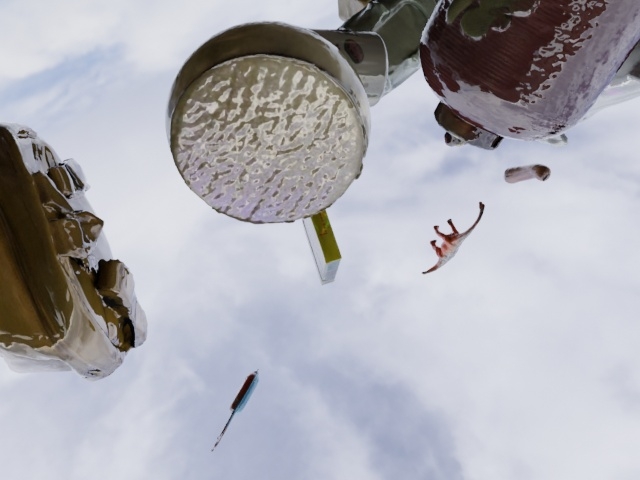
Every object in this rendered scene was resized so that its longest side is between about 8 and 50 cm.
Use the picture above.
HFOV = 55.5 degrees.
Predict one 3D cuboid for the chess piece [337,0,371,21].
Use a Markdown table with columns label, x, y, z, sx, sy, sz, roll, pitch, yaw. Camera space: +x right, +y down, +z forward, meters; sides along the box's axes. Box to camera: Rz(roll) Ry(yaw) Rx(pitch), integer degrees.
| label | x | y | z | sx | sy | sz | roll | pitch | yaw |
| --- | --- | --- | --- | --- | --- | --- | --- | --- | --- |
| chess piece | 0.081 | -0.647 | 1.409 | 0.137 | 0.301 | 0.137 | -2 | -136 | 2 |

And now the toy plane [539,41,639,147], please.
| label | x | y | z | sx | sy | sz | roll | pitch | yaw |
| --- | --- | --- | --- | --- | --- | --- | --- | --- | --- |
| toy plane | 0.318 | -0.193 | 0.739 | 0.252 | 0.118 | 0.252 | -25 | -155 | 12 |

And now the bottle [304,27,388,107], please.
| label | x | y | z | sx | sy | sz | roll | pitch | yaw |
| --- | --- | --- | --- | --- | --- | --- | --- | --- | --- |
| bottle | -0.034 | -0.258 | 0.913 | 0.253 | 0.120 | 0.120 | -4 | -145 | -19 |

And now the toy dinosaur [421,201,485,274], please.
| label | x | y | z | sx | sy | sz | roll | pitch | yaw |
| --- | --- | --- | --- | --- | --- | --- | --- | --- | --- |
| toy dinosaur | 0.315 | -0.006 | 1.466 | 0.055 | 0.279 | 0.101 | -4 | -132 | -20 |

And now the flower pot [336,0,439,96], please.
| label | x | y | z | sx | sy | sz | roll | pitch | yaw |
| --- | --- | --- | --- | --- | --- | --- | --- | --- | --- |
| flower pot | 0.096 | -0.372 | 1.230 | 0.367 | 0.164 | 0.254 | -43 | -165 | -13 |

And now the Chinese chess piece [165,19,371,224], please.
| label | x | y | z | sx | sy | sz | roll | pitch | yaw |
| --- | --- | --- | --- | --- | --- | --- | --- | --- | --- |
| Chinese chess piece | -0.068 | -0.150 | 0.806 | 0.270 | 0.270 | 0.112 | -19 | -144 | 13 |

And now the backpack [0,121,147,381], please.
| label | x | y | z | sx | sy | sz | roll | pitch | yaw |
| --- | --- | --- | --- | --- | --- | --- | --- | --- | --- |
| backpack | -0.354 | 0.015 | 0.742 | 0.201 | 0.378 | 0.353 | -28 | -99 | -17 |

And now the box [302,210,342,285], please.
| label | x | y | z | sx | sy | sz | roll | pitch | yaw |
| --- | --- | --- | --- | --- | --- | --- | --- | --- | --- |
| box | 0.000 | 0.000 | 1.313 | 0.041 | 0.279 | 0.153 | -18 | -102 | -6 |

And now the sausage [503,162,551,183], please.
| label | x | y | z | sx | sy | sz | roll | pitch | yaw |
| --- | --- | --- | --- | --- | --- | --- | --- | --- | --- |
| sausage | 0.490 | -0.158 | 1.443 | 0.047 | 0.040 | 0.177 | -36 | -170 | -10 |

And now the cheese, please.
| label | x | y | z | sx | sy | sz | roll | pitch | yaw |
| --- | --- | --- | --- | --- | --- | --- | --- | --- | --- |
| cheese | -0.219 | 0.433 | 1.573 | 0.037 | 0.106 | 0.256 | 31 | -129 | 0 |

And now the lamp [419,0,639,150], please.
| label | x | y | z | sx | sy | sz | roll | pitch | yaw |
| --- | --- | --- | --- | --- | --- | --- | --- | --- | --- |
| lamp | 0.188 | -0.198 | 0.544 | 0.180 | 0.180 | 0.258 | -100 | -148 | -49 |
